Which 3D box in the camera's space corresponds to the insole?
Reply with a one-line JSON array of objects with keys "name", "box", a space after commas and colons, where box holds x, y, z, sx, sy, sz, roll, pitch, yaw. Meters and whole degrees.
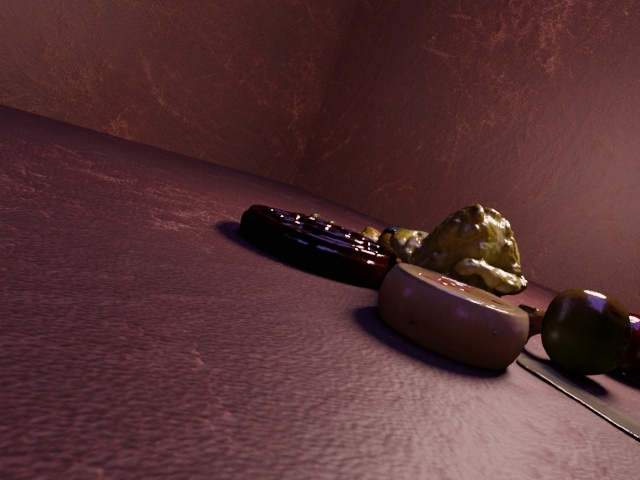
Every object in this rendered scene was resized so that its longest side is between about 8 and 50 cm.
[{"name": "insole", "box": [0.474, 0.278, 0.839, 0.119, 0.009, 0.348, 14, 10, -36]}]

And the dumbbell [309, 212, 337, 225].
[{"name": "dumbbell", "box": [0.009, -0.067, 1.910, 0.052, 0.046, 0.118, 5, 16, -44]}]

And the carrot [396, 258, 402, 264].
[{"name": "carrot", "box": [0.275, 0.081, 1.603, 0.254, 0.049, 0.049, 18, 7, 19]}]

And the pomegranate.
[{"name": "pomegranate", "box": [0.508, 0.181, 1.056, 0.224, 0.182, 0.181, 5, -4, 41]}]

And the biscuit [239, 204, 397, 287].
[{"name": "biscuit", "box": [0.000, 0.000, 1.269, 0.407, 0.091, 0.407, 19, 8, -3]}]

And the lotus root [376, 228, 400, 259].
[{"name": "lotus root", "box": [0.269, 0.036, 1.725, 0.108, 0.095, 0.190, -14, 37, -38]}]

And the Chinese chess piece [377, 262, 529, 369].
[{"name": "Chinese chess piece", "box": [0.235, 0.129, 0.921, 0.273, 0.102, 0.273, 20, 8, -3]}]

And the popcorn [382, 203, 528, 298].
[{"name": "popcorn", "box": [0.317, 0.046, 1.152, 0.292, 0.237, 0.293, -14, -4, -1]}]

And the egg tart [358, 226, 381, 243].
[{"name": "egg tart", "box": [0.220, -0.022, 2.128, 0.128, 0.049, 0.129, 21, 9, -3]}]

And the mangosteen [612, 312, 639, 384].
[{"name": "mangosteen", "box": [0.726, 0.261, 1.204, 0.181, 0.156, 0.145, 47, -24, -8]}]
